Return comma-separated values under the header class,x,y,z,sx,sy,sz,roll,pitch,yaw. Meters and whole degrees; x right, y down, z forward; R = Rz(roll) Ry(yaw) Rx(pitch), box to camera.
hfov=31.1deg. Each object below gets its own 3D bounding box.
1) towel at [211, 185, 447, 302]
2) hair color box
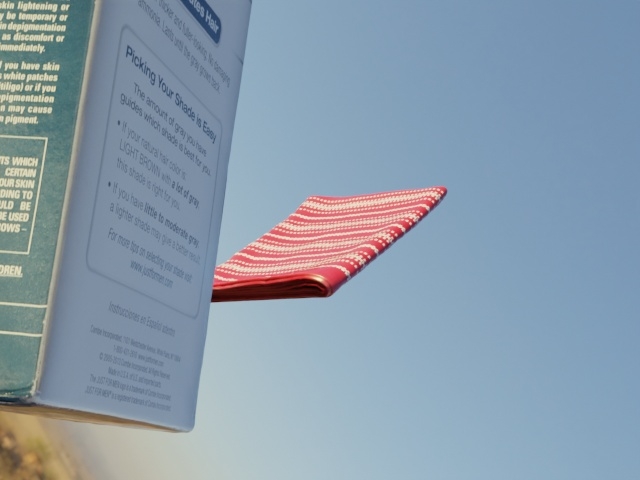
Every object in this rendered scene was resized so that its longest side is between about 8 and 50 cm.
class,x,y,z,sx,sy,sz,roll,pitch,yaw
towel,0.000,0.000,1.292,0.199,0.275,0.031,-4,-69,36
hair color box,-0.111,-0.093,0.538,0.174,0.105,0.347,44,51,-71
